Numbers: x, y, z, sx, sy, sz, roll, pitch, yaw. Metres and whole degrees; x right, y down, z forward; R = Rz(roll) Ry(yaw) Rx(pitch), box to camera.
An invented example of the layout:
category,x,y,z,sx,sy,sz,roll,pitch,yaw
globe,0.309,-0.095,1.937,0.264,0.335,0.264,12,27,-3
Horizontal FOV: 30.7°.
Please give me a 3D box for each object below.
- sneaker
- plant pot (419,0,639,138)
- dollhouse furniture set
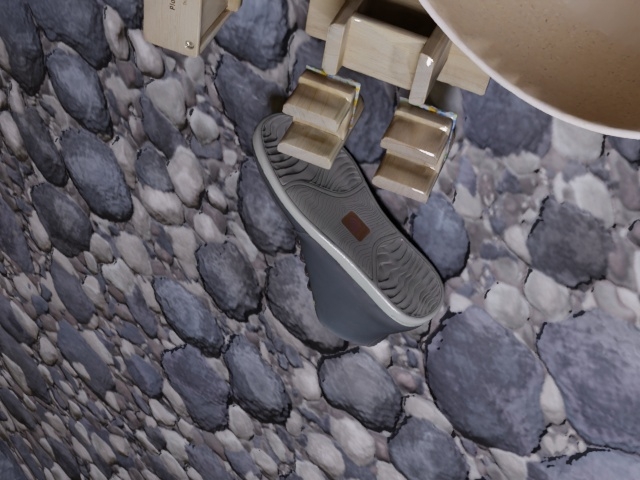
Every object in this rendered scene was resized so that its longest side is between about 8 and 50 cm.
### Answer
category,x,y,z,sx,sy,sz,roll,pitch,yaw
sneaker,0.000,0.000,1.020,0.222,0.083,0.118,53,146,2
plant pot,0.171,-0.215,0.530,0.284,0.191,0.284,38,147,30
dollhouse furniture set,0.019,-0.186,0.838,0.242,0.161,0.212,21,137,9
